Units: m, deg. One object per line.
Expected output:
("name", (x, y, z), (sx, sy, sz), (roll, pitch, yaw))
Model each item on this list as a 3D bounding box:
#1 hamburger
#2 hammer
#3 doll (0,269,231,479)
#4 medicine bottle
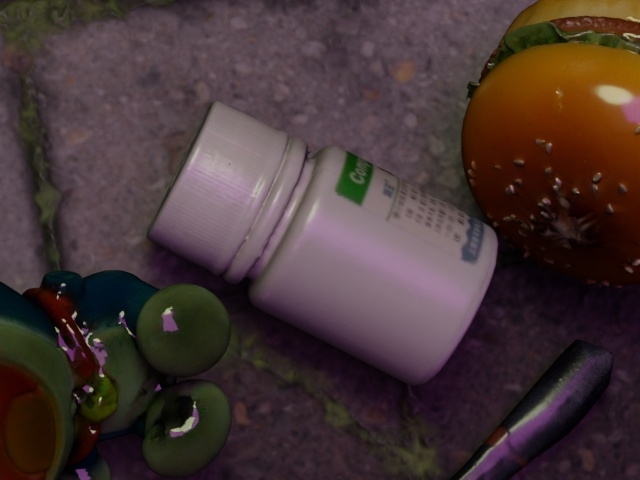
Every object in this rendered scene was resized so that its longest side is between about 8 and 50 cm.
("hamburger", (0.215, -0.061, 1.300), (0.246, 0.246, 0.170), (34, 54, -5))
("hammer", (0.117, 0.179, 1.346), (0.290, 0.037, 0.137), (-44, 94, -15))
("doll", (-0.230, 0.111, 1.206), (0.322, 0.186, 0.198), (-9, 114, -31))
("medicine bottle", (0.000, 0.000, 1.300), (0.237, 0.139, 0.139), (26, 76, -6))
